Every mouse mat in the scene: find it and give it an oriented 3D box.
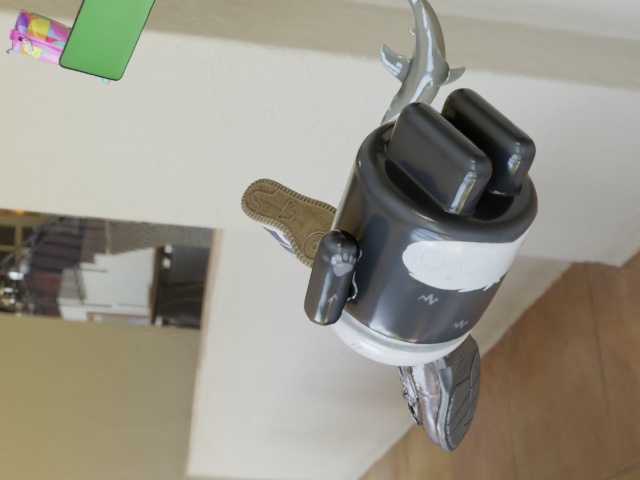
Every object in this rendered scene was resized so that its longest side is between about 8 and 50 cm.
[{"bbox_3d":[-0.392,-0.392,1.536,0.007,0.153,0.189,36,107,30],"label":"mouse mat"}]

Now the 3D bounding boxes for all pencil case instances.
[{"bbox_3d":[-0.559,-0.421,1.818,0.104,0.236,0.104,-38,45,51],"label":"pencil case"}]

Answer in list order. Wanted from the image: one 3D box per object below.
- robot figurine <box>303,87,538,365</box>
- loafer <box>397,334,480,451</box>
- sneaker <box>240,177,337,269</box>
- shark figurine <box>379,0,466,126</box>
[{"bbox_3d":[0.094,-0.006,0.786,0.173,0.209,0.278,-89,12,-45],"label":"robot figurine"},{"bbox_3d":[0.139,0.150,1.047,0.109,0.095,0.302,-49,-36,-32],"label":"loafer"},{"bbox_3d":[0.000,0.000,1.356,0.099,0.153,0.282,-52,48,-3],"label":"sneaker"},{"bbox_3d":[0.153,-0.286,1.232,0.116,0.166,0.278,-120,15,-56],"label":"shark figurine"}]
